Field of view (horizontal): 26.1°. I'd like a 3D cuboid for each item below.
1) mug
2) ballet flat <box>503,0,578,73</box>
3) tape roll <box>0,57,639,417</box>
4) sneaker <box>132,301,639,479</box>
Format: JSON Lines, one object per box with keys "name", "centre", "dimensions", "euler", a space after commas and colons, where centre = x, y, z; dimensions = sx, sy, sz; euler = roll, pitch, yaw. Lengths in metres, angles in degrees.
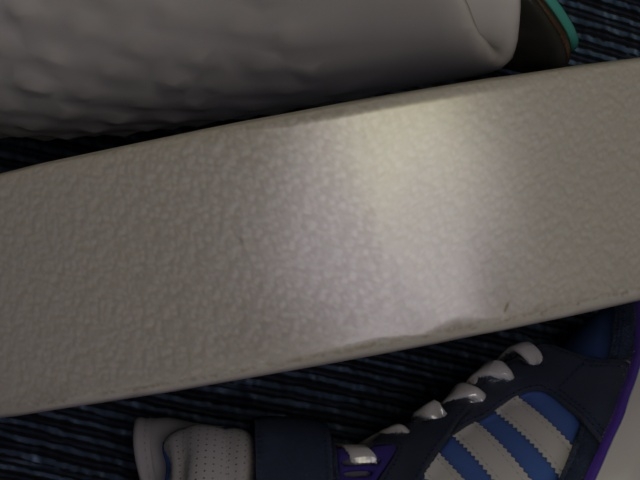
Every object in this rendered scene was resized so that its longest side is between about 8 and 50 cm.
{"name": "mug", "centre": [-0.119, -0.217, 0.536], "dimensions": [0.328, 0.276, 0.374], "euler": [-8, 123, 17]}
{"name": "ballet flat", "centre": [0.013, -0.176, 0.719], "dimensions": [0.096, 0.095, 0.280], "euler": [-38, 87, -5]}
{"name": "tape roll", "centre": [0.000, 0.000, 0.545], "dimensions": [0.392, 0.392, 0.072], "euler": [-11, 89, -16]}
{"name": "sneaker", "centre": [0.031, 0.108, 0.683], "dimensions": [0.236, 0.130, 0.323], "euler": [28, 57, 7]}
